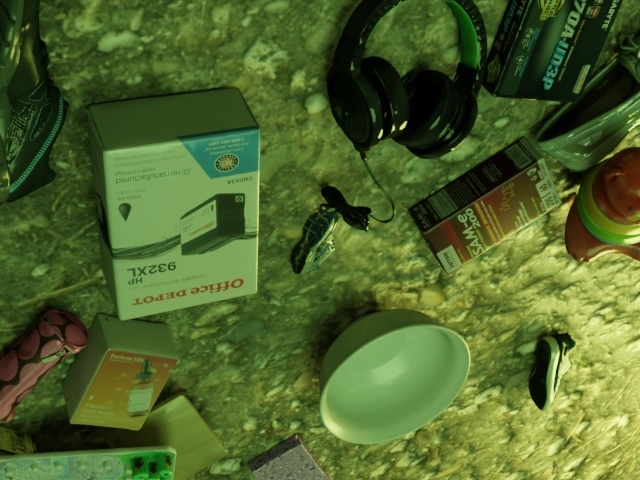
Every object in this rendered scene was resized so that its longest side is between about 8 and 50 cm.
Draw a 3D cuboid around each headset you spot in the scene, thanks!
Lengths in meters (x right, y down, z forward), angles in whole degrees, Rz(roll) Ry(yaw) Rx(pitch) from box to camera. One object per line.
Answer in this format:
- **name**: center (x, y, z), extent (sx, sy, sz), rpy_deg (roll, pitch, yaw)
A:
- **headset**: center (0.103, -0.206, 1.534), extent (0.243, 0.185, 0.394), rpy_deg (5, 109, -33)

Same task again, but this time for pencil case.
- **pencil case**: center (-0.464, 0.203, 1.597), extent (0.209, 0.098, 0.095), rpy_deg (-45, 132, 14)

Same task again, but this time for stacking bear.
- **stacking bear**: center (0.519, -0.072, 1.710), extent (0.175, 0.164, 0.289), rpy_deg (-1, 167, 7)

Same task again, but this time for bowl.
- **bowl**: center (0.116, 0.228, 1.868), extent (0.297, 0.134, 0.298), rpy_deg (-13, 130, -16)

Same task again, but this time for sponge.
- **sponge**: center (-0.055, 0.487, 2.071), extent (0.117, 0.031, 0.210), rpy_deg (-30, 134, 0)

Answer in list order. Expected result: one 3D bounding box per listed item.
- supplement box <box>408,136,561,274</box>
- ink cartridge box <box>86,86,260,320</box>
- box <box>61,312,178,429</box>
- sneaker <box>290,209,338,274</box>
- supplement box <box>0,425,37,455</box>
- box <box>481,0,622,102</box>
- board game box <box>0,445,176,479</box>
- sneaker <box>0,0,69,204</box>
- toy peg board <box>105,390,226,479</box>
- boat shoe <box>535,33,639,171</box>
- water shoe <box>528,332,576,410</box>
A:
- **supplement box**: center (0.287, -0.058, 1.756), extent (0.239, 0.073, 0.130), rpy_deg (-32, 134, 4)
- **ink cartridge box**: center (-0.211, -0.051, 1.486), extent (0.223, 0.129, 0.308), rpy_deg (-11, 131, -18)
- **box**: center (-0.335, 0.220, 1.677), extent (0.130, 0.091, 0.170), rpy_deg (13, 121, -33)
- **sneaker**: center (0.000, 0.000, 1.691), extent (0.058, 0.052, 0.135), rpy_deg (0, 135, -38)
- **supplement box**: center (-0.543, 0.371, 1.726), extent (0.083, 0.056, 0.083), rpy_deg (28, 112, -39)
- **box**: center (0.367, -0.327, 1.586), extent (0.175, 0.051, 0.220), rpy_deg (0, 126, -26)
- **board game box**: center (-0.464, 0.501, 1.797), extent (0.389, 0.050, 0.390), rpy_deg (0, 137, -14)
- **sneaker**: center (-0.400, -0.205, 1.304), extent (0.139, 0.125, 0.341), rpy_deg (-21, 137, -48)
- **toy peg board**: center (-0.283, 0.354, 1.836), extent (0.161, 0.079, 0.161), rpy_deg (-31, 118, 1)
- **boat shoe**: center (0.496, -0.251, 1.670), extent (0.103, 0.118, 0.320), rpy_deg (24, 123, -37)
- **water shoe**: center (0.498, 0.282, 2.136), extent (0.080, 0.073, 0.203), rpy_deg (-15, 132, -17)
